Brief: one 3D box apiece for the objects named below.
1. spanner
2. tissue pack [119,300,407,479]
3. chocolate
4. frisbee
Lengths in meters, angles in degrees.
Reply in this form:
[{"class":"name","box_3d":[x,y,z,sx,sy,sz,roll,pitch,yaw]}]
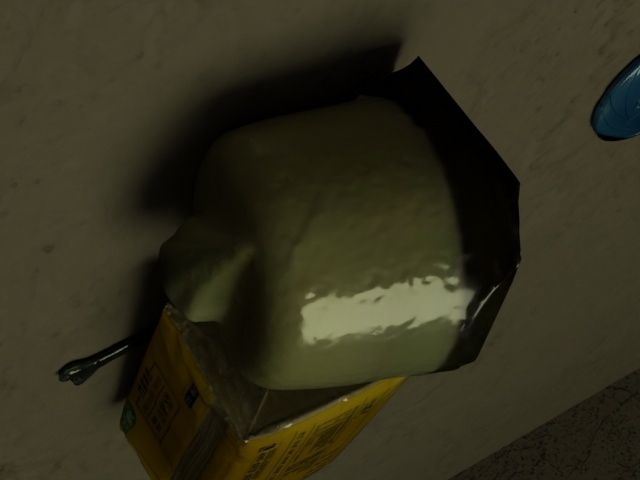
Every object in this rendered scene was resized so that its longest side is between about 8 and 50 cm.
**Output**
[{"class":"spanner","box_3d":[-0.220,0.122,1.572,0.254,0.015,0.054,-27,157,-11]},{"class":"tissue pack","box_3d":[-0.074,0.186,1.575,0.293,0.228,0.382,-21,161,-26]},{"class":"chocolate","box_3d":[0.000,0.000,1.269,0.297,0.314,0.326,-2,133,-30]},{"class":"frisbee","box_3d":[0.504,-0.220,1.763,0.242,0.045,0.242,-25,154,-13]}]
